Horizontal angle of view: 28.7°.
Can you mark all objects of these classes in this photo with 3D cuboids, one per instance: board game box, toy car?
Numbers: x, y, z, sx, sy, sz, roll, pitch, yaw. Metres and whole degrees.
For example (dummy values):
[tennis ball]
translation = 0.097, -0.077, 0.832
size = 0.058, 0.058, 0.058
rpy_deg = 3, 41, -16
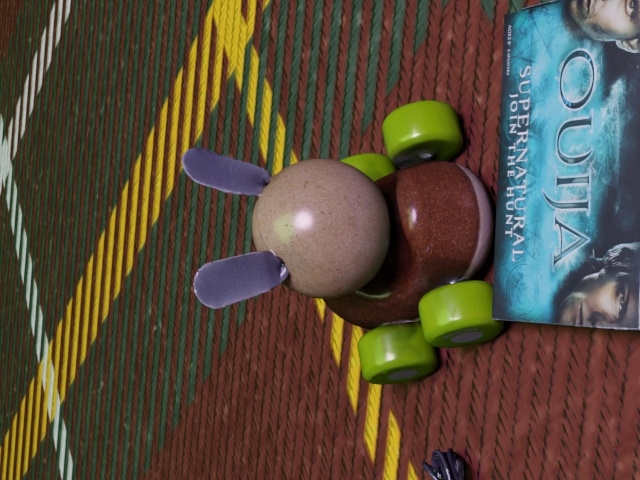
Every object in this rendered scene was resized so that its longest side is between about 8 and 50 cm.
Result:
[board game box]
translation = 0.147, -0.044, 0.704
size = 0.126, 0.026, 0.186
rpy_deg = -1, 86, 60
[toy car]
translation = 0.000, 0.000, 0.790
size = 0.149, 0.188, 0.155
rpy_deg = -40, 54, 51

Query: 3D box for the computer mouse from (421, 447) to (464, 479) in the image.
[computer mouse]
translation = 0.061, 0.235, 0.815
size = 0.193, 0.042, 0.106
rpy_deg = -59, 45, 30
